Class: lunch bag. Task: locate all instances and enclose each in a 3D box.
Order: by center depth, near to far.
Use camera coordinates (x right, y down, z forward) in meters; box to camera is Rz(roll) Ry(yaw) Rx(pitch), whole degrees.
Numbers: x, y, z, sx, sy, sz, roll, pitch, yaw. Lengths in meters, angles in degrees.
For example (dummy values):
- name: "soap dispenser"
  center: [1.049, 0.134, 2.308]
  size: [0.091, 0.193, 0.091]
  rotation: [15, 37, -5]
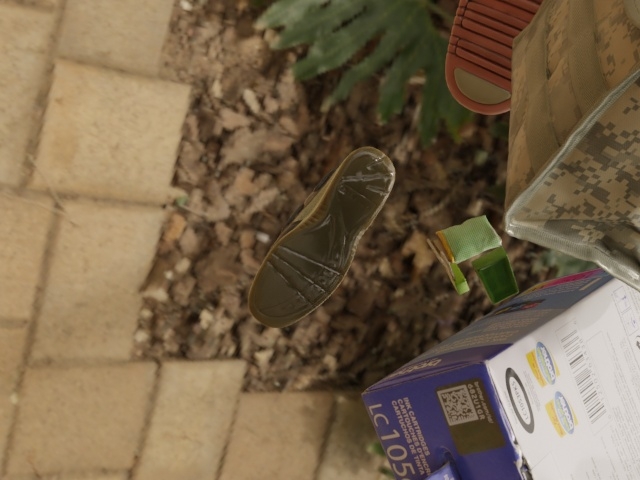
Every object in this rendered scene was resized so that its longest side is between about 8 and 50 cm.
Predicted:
- name: "lunch bag"
  center: [0.252, -0.141, 0.748]
  size: [0.287, 0.169, 0.235]
  rotation: [-55, -164, 43]

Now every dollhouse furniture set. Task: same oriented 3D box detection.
- name: "dollhouse furniture set"
  center: [0.169, 0.006, 1.274]
  size: [0.076, 0.151, 0.058]
  rotation: [-26, 125, 1]

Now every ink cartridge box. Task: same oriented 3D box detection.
- name: "ink cartridge box"
  center: [0.210, 0.201, 1.055]
  size: [0.395, 0.151, 0.270]
  rotation: [-22, 91, -50]

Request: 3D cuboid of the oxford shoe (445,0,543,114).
- name: "oxford shoe"
  center: [0.263, -0.296, 1.198]
  size: [0.397, 0.140, 0.146]
  rotation: [-58, 167, -3]

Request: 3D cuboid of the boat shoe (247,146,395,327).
- name: "boat shoe"
  center: [-0.001, -0.001, 1.217]
  size: [0.080, 0.073, 0.223]
  rotation: [36, 81, -7]
